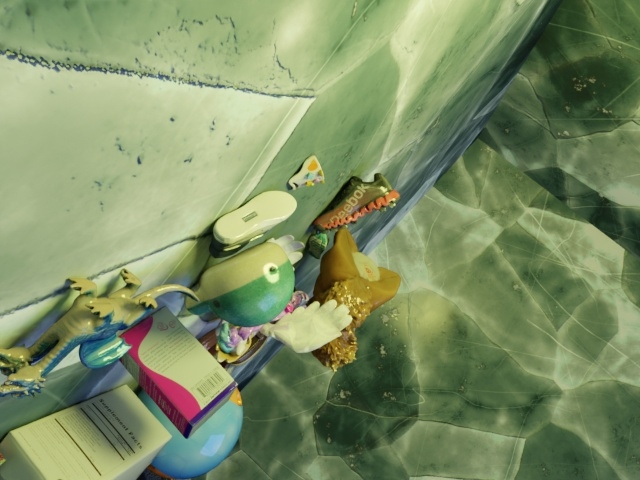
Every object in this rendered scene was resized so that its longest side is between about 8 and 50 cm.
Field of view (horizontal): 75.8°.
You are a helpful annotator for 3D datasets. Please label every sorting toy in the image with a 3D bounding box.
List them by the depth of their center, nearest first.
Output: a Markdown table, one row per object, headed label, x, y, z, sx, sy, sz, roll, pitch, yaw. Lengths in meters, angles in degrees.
| label | x | y | z | sx | sy | sz | roll | pitch | yaw |
| --- | --- | --- | --- | --- | --- | --- | --- | --- | --- |
| sorting toy | -0.033 | -0.135 | 0.895 | 0.075 | 0.045 | 0.083 | -27 | 166 | -2 |

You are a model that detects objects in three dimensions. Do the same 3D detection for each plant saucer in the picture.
| label | x | y | z | sx | sy | sz | roll | pitch | yaw |
| --- | --- | --- | --- | --- | --- | --- | --- | --- | --- |
| plant saucer | -0.362 | 0.350 | 1.273 | 0.200 | 0.037 | 0.200 | -44 | 168 | -12 |

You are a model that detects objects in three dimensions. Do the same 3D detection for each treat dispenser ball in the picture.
| label | x | y | z | sx | sy | sz | roll | pitch | yaw |
| --- | --- | --- | --- | --- | --- | --- | --- | --- | --- |
| treat dispenser ball | -0.351 | 0.471 | 1.094 | 0.288 | 0.288 | 0.288 | -45 | 168 | -13 |

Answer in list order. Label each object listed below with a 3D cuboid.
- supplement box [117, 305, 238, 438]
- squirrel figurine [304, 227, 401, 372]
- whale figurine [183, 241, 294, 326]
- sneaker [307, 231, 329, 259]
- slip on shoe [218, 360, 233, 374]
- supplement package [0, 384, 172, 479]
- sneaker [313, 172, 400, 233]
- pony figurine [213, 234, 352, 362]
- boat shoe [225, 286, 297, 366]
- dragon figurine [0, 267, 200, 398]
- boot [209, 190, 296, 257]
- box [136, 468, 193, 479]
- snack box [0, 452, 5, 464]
| label | x | y | z | sx | sy | sz | roll | pitch | yaw |
| --- | --- | --- | --- | --- | --- | --- | --- | --- | --- |
| supplement box | -0.286 | 0.258 | 0.814 | 0.111 | 0.220 | 0.114 | -36 | 165 | -40 |
| squirrel figurine | 0.035 | 0.226 | 1.369 | 0.370 | 0.281 | 0.397 | -47 | -171 | 31 |
| whale figurine | -0.163 | 0.104 | 0.814 | 0.272 | 0.141 | 0.216 | -23 | -175 | 44 |
| sneaker | 0.000 | 0.000 | 1.391 | 0.076 | 0.065 | 0.166 | -55 | 178 | -24 |
| slip on shoe | -0.398 | 0.507 | 1.402 | 0.331 | 0.101 | 0.123 | -59 | 178 | 2 |
| supplement package | -0.487 | 0.450 | 0.827 | 0.177 | 0.175 | 0.293 | -50 | 168 | 5 |
| sneaker | 0.093 | -0.116 | 1.241 | 0.276 | 0.135 | 0.097 | -25 | -178 | 6 |
| pony figurine | -0.140 | 0.192 | 1.101 | 0.351 | 0.303 | 0.363 | -37 | -178 | -8 |
| boat shoe | -0.201 | 0.256 | 1.363 | 0.342 | 0.123 | 0.123 | -47 | 161 | -23 |
| dragon figurine | -0.318 | 0.124 | 0.602 | 0.144 | 0.085 | 0.289 | -51 | 167 | 16 |
| boot | -0.135 | -0.033 | 0.809 | 0.190 | 0.069 | 0.086 | -28 | 165 | -37 |
| box | -0.599 | 0.757 | 1.188 | 0.343 | 0.179 | 0.312 | -28 | 167 | -4 |
| snack box | -0.587 | 0.393 | 0.633 | 0.141 | 0.037 | 0.100 | -46 | 169 | -8 |
